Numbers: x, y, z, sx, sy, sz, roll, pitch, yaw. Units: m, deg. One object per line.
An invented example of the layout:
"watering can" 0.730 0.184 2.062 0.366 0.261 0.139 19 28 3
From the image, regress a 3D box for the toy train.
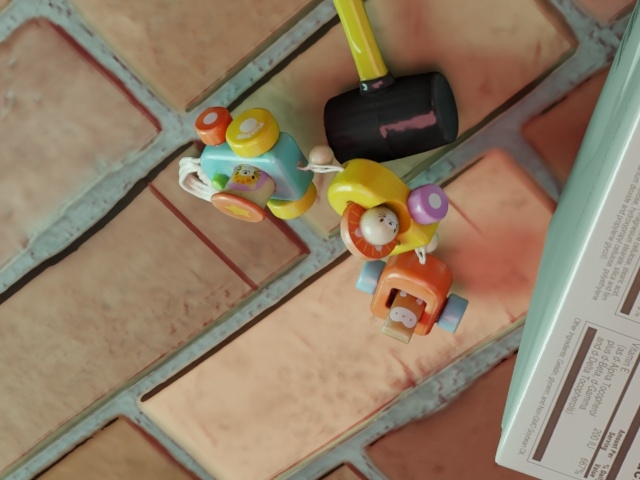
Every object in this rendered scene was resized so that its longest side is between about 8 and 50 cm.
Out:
"toy train" 0.000 0.000 0.906 0.166 0.046 0.125 26 150 0

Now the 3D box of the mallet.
"mallet" 0.019 -0.123 0.856 0.062 0.039 0.190 -5 117 18

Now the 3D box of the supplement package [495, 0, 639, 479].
"supplement package" 0.192 -0.038 0.765 0.145 0.204 0.262 20 124 3
